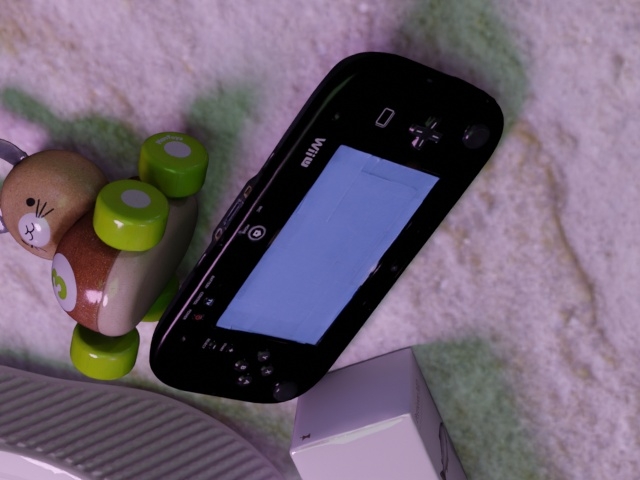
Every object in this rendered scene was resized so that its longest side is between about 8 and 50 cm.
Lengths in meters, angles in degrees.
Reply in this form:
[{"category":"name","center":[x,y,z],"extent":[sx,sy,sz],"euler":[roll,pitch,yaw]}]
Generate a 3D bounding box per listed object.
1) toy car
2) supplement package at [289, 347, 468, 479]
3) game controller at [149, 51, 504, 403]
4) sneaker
[{"category":"toy car","center":[-0.198,-0.015,1.000],"extent":[0.188,0.149,0.155],"euler":[22,126,7]},{"category":"supplement package","center":[0.058,0.199,1.091],"extent":[0.105,0.105,0.179],"euler":[-19,113,13]},{"category":"game controller","center":[0.000,0.000,0.994],"extent":[0.166,0.067,0.319],"euler":[9,124,-46]},{"category":"sneaker","center":[-0.203,0.209,1.117],"extent":[0.365,0.135,0.150],"euler":[18,127,3]}]
